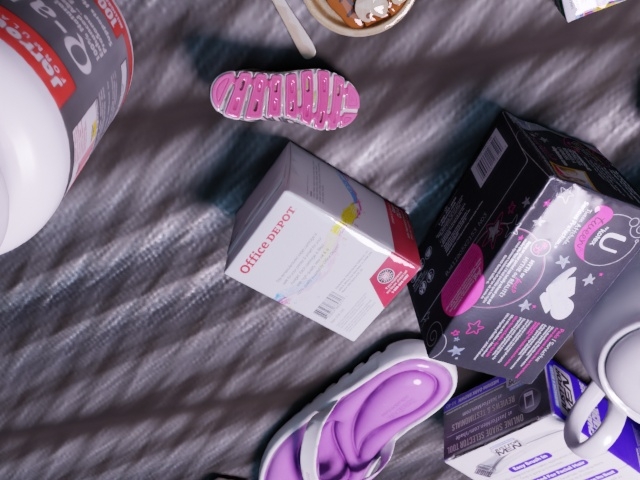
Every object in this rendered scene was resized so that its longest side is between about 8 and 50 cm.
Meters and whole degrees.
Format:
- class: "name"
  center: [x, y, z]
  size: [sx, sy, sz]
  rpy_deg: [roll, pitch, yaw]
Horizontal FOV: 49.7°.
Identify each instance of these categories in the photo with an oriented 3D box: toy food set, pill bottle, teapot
- class: "toy food set"
  center: [0.036, -0.262, 0.673]
  size: [0.192, 0.038, 0.132]
  rpy_deg: [-27, 119, 15]
- class: "pill bottle"
  center: [-0.294, -0.111, 0.572]
  size: [0.211, 0.362, 0.210]
  rpy_deg: [-1, 122, -1]
- class: "teapot"
  center: [0.381, 0.118, 0.737]
  size: [0.253, 0.187, 0.255]
  rpy_deg: [0, 121, 33]

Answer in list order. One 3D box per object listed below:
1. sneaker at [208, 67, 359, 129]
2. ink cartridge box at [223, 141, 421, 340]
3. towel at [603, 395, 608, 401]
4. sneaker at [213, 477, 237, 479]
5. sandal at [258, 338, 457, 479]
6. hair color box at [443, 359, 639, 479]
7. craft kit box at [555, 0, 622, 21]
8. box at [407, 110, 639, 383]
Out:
- class: "sneaker"
  center: [-0.042, -0.153, 0.732]
  size: [0.171, 0.075, 0.063]
  rpy_deg: [-3, 107, -25]
- class: "ink cartridge box"
  center: [0.000, 0.000, 0.785]
  size: [0.176, 0.127, 0.128]
  rpy_deg: [30, 117, -19]
- class: "towel"
  center: [0.499, 0.117, 0.846]
  size: [0.313, 0.056, 0.324]
  rpy_deg: [7, 130, 32]
- class: "sneaker"
  center: [-0.165, 0.428, 1.100]
  size: [0.070, 0.051, 0.134]
  rpy_deg: [20, 116, -11]
- class: "sandal"
  center: [0.035, 0.300, 0.991]
  size: [0.170, 0.102, 0.416]
  rpy_deg: [26, 118, -16]
- class: "hair color box"
  center: [0.359, 0.315, 0.987]
  size: [0.339, 0.110, 0.185]
  rpy_deg: [35, 128, -22]
- class: "craft kit box"
  center: [0.303, -0.354, 0.597]
  size: [0.247, 0.061, 0.249]
  rpy_deg: [-20, 121, 16]
- class: "box"
  center: [0.222, 0.011, 0.777]
  size: [0.142, 0.163, 0.247]
  rpy_deg: [18, 120, -16]
